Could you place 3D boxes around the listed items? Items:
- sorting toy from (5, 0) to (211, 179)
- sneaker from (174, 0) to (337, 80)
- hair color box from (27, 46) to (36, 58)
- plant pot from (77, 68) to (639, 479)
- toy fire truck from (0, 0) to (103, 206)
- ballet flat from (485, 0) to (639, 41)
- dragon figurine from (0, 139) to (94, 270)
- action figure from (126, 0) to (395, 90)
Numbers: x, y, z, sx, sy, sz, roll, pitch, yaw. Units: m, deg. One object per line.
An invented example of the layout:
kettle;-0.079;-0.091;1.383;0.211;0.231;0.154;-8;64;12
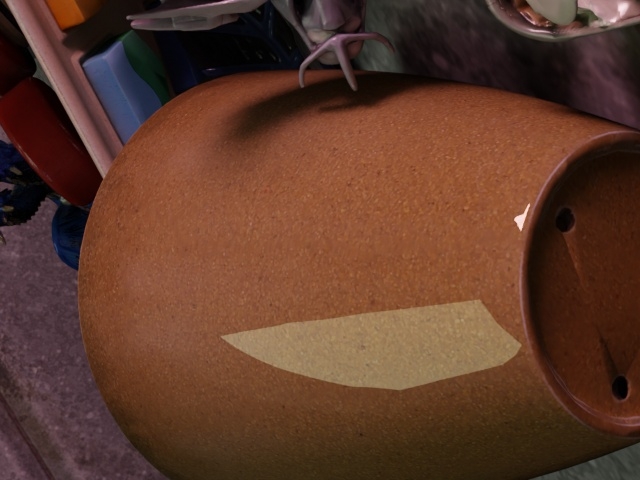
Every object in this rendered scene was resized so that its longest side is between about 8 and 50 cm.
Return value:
sorting toy;-0.119;-0.143;0.754;0.208;0.038;0.193;60;-153;-19
sneaker;-0.011;-0.090;0.799;0.211;0.080;0.081;58;-166;-12
hair color box;-0.316;-0.365;1.104;0.185;0.114;0.374;43;158;45
plant pot;0.047;0.023;0.573;0.254;0.237;0.237;-3;119;57
toy fire truck;-0.157;-0.135;1.009;0.302;0.169;0.254;51;-178;25
ballet flat;0.113;-0.096;0.378;0.072;0.068;0.213;60;164;-9
dragon figurine;-0.177;-0.024;1.048;0.289;0.085;0.144;27;-151;-27
action figure;-0.027;-0.184;0.469;0.099;0.185;0.285;-116;8;-64
